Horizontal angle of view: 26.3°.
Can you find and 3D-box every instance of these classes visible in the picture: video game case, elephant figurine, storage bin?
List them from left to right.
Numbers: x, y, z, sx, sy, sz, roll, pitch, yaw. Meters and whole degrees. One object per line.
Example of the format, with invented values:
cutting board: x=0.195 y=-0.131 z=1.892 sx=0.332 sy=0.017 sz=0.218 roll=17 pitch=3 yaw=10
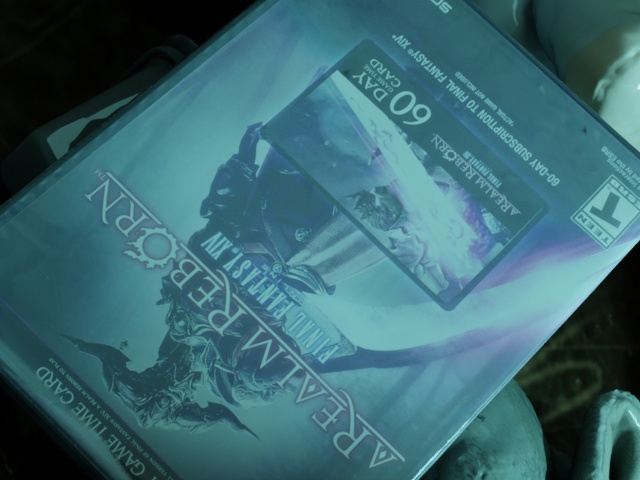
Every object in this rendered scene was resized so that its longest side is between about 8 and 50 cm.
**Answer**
storage bin: x=-0.077 y=-0.014 z=0.633 sx=0.091 sy=0.098 sz=0.135 roll=-31 pitch=92 yaw=-36
video game case: x=0.000 y=0.000 z=0.580 sx=0.196 sy=0.026 sz=0.274 roll=44 pitch=65 yaw=7
elephant figurine: x=0.088 y=0.136 z=0.683 sx=0.239 sy=0.186 sz=0.169 roll=13 pitch=28 yaw=-49

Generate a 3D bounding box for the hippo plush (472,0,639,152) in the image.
hippo plush: x=0.098 y=-0.153 z=0.752 sx=0.236 sy=0.234 sz=0.294 roll=54 pitch=45 yaw=-9
